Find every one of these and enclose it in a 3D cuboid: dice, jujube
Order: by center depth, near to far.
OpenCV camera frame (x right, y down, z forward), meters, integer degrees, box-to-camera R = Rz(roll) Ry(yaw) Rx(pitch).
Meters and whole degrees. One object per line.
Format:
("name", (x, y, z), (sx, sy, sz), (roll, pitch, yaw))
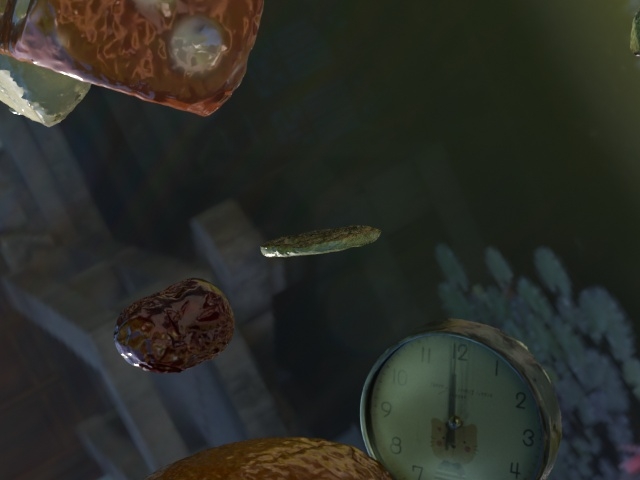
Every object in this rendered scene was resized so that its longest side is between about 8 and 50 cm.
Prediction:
("dice", (-0.145, -0.202, 1.017), (0.175, 0.174, 0.179), (20, 95, 65))
("jujube", (-0.126, 0.076, 1.147), (0.077, 0.129, 0.077), (5, 101, 27))

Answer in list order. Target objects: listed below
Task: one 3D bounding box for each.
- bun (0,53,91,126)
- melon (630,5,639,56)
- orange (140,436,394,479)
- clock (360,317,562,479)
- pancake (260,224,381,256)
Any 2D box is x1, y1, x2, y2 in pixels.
("bun", (-0.397, -0.276, 1.713), (0.259, 0.152, 0.259), (41, 167, 12))
("melon", (0.320, -0.197, 1.133), (0.098, 0.182, 0.054), (32, 138, 53))
("orange", (-0.060, 0.331, 1.126), (0.322, 0.357, 0.322), (34, 146, 27))
("clock", (0.151, 0.200, 1.454), (0.226, 0.049, 0.226), (6, 104, 26))
("pancake", (0.001, 0.000, 1.165), (0.108, 0.108, 0.017), (-169, 67, -68))
